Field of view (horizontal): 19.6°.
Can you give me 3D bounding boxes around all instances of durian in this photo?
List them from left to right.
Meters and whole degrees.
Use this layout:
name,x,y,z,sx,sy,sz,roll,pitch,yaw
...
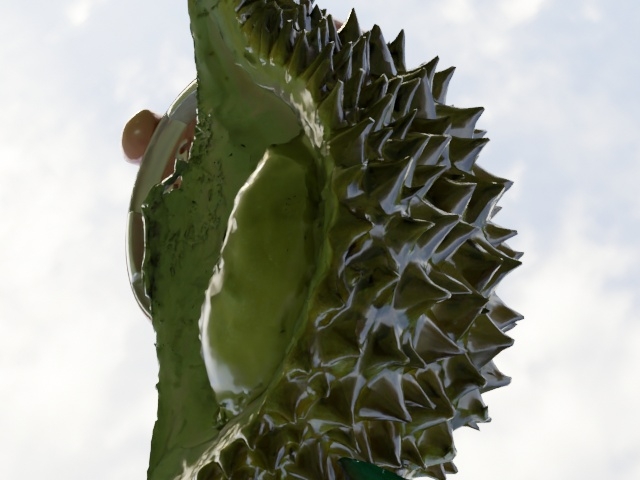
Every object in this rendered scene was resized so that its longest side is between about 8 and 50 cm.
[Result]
name,x,y,z,sx,sy,sz,roll,pitch,yaw
durian,0.000,0.000,0.832,0.166,0.172,0.306,-13,-110,27

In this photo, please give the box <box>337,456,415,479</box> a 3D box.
name,x,y,z,sx,sy,sz,roll,pitch,yaw
box,0.143,0.243,0.694,0.106,0.264,0.336,-55,-143,10

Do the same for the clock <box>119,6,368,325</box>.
name,x,y,z,sx,sy,sz,roll,pitch,yaw
clock,-0.036,-0.015,1.337,0.227,0.142,0.241,-36,-135,40
